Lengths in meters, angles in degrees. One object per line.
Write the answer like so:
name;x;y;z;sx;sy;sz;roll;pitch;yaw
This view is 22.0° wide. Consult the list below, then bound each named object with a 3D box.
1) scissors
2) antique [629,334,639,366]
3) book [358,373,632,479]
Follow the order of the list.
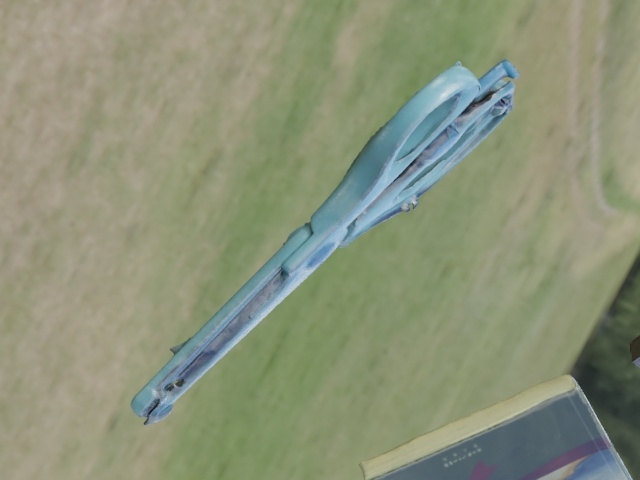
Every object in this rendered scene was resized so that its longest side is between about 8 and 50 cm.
scissors;0.000;0.000;1.257;0.393;0.032;0.180;-44;164;5
antique;0.367;0.062;1.584;0.192;0.015;0.031;-45;-157;37
book;0.179;0.242;1.436;0.289;0.201;0.026;55;13;-39
